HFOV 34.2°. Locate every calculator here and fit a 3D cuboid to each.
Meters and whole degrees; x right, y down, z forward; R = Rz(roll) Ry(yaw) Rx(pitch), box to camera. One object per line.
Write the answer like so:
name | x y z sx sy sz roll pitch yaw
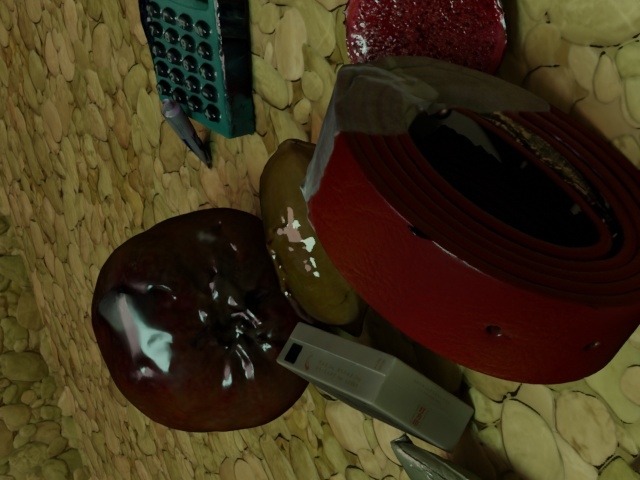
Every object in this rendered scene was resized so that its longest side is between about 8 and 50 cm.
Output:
calculator | -0.178 -0.284 1.422 0.248 0.058 0.274 33 133 50

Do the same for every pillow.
pillow | 0.167 0.285 1.110 0.208 0.053 0.119 31 161 45

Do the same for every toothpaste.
toothpaste | -0.191 -0.154 1.480 0.045 0.028 0.170 55 177 26

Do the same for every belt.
belt | 0.124 -0.027 0.850 0.324 0.227 0.115 36 137 16

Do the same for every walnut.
walnut | 0.000 0.000 1.201 0.137 0.137 0.245 -5 101 60

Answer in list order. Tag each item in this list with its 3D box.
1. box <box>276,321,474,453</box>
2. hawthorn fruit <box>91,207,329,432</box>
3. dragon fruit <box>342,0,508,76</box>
box | 0.058 0.164 1.182 0.141 0.058 0.201 35 169 -30
hawthorn fruit | -0.149 0.098 1.354 0.325 0.308 0.308 -141 43 -60
dragon fruit | 0.101 -0.195 0.967 0.111 0.153 0.153 -65 -29 -69
